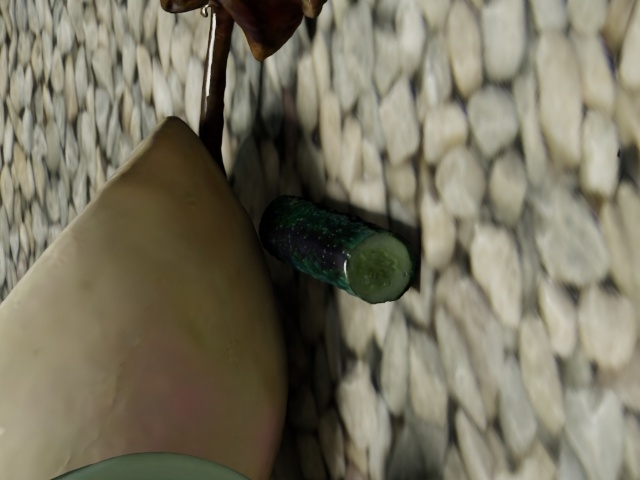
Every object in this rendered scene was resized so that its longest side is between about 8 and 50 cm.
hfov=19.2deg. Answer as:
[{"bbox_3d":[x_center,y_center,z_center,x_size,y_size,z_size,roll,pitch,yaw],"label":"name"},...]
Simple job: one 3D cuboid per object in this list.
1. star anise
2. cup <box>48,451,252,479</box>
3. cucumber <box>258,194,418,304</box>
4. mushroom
[{"bbox_3d":[-0.053,-0.145,0.846,0.177,0.073,0.234,63,148,17],"label":"star anise"},{"bbox_3d":[-0.114,0.301,0.668,0.310,0.392,0.401,117,149,-42],"label":"cup"},{"bbox_3d":[0.000,0.000,0.794,0.133,0.032,0.032,-155,64,-67],"label":"cucumber"},{"bbox_3d":[-0.064,0.057,0.869,0.173,0.162,0.236,-48,4,9],"label":"mushroom"}]
